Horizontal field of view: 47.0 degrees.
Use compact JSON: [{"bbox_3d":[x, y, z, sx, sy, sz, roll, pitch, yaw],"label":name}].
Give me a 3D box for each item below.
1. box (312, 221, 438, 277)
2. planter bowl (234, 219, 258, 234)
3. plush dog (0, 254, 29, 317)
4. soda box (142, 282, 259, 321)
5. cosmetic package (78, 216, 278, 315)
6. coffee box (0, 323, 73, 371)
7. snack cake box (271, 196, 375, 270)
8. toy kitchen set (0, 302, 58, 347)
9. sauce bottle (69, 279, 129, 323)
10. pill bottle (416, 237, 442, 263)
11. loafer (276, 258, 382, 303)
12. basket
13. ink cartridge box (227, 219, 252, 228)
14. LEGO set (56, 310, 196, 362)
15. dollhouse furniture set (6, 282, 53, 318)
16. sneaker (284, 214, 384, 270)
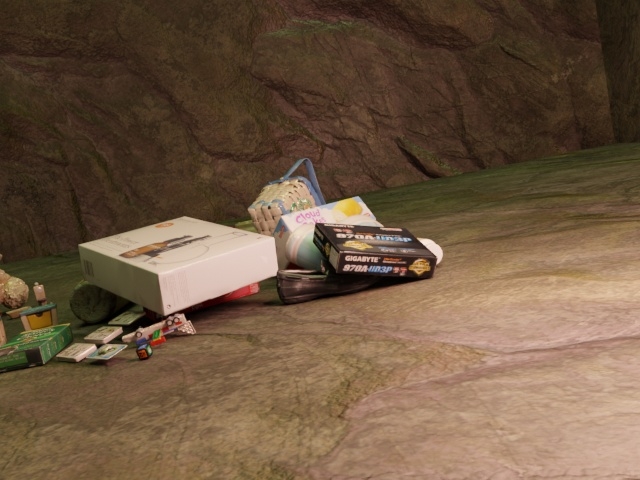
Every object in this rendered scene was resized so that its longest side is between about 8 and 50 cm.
[{"bbox_3d":[0.112,0.019,1.558,0.220,0.051,0.175,4,20,-19],"label":"box"},{"bbox_3d":[-0.225,-0.011,2.423,0.162,0.109,0.162,-11,8,2],"label":"planter bowl"},{"bbox_3d":[-1.002,0.162,2.089,0.263,0.210,0.225,-12,34,8],"label":"plush dog"},{"bbox_3d":[-0.279,0.109,1.708,0.263,0.083,0.092,-14,10,-27],"label":"soda box"},{"bbox_3d":[-0.319,0.042,1.624,0.284,0.097,0.377,-16,19,-39],"label":"cosmetic package"},{"bbox_3d":[-0.591,0.219,1.509,0.113,0.040,0.184,-11,8,2],"label":"coffee box"},{"bbox_3d":[-0.002,-0.010,1.906,0.264,0.089,0.152,-16,-29,-38],"label":"snack cake box"},{"bbox_3d":[-0.675,0.177,1.632,0.166,0.122,0.207,-13,8,-16],"label":"toy kitchen set"},{"bbox_3d":[-0.531,0.121,1.889,0.111,0.111,0.344,-11,7,3],"label":"sauce bottle"},{"bbox_3d":[0.226,0.027,1.661,0.065,0.065,0.116,-14,8,-18],"label":"pill bottle"},{"bbox_3d":[0.017,0.076,1.545,0.223,0.078,0.076,-10,9,0],"label":"loafer"},{"bbox_3d":[-0.070,-0.084,2.254,0.201,0.254,0.289,-8,27,32],"label":"basket"},{"bbox_3d":[-0.262,-0.027,2.786,0.176,0.069,0.371,-15,11,-26],"label":"ink cartridge box"},{"bbox_3d":[-0.368,0.198,1.422,0.244,0.060,0.182,-6,21,42],"label":"LEGO set"},{"bbox_3d":[-0.818,0.168,2.055,0.114,0.081,0.091,-16,9,-31],"label":"dollhouse furniture set"},{"bbox_3d":[0.077,0.031,1.764,0.150,0.135,0.366,30,25,30],"label":"sneaker"}]
